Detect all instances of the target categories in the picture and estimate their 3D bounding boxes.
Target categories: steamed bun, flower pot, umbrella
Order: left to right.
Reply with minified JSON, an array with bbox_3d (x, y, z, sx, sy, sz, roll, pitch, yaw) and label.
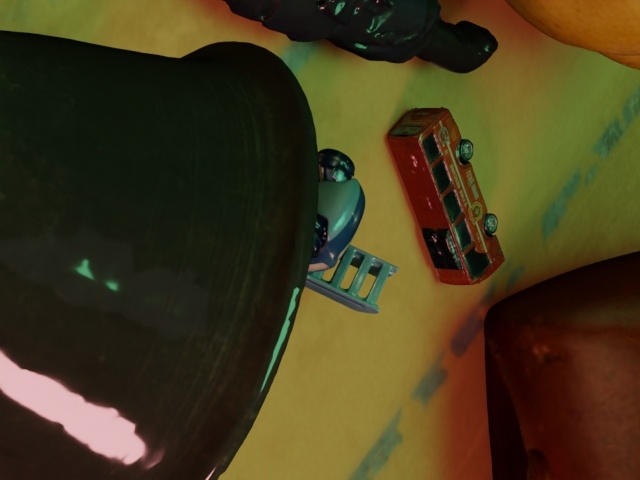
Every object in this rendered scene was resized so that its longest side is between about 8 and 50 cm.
[{"bbox_3d":[-0.124,0.004,0.771,0.148,0.235,0.235,25,70,-31],"label":"flower pot"},{"bbox_3d":[0.025,-0.123,1.060,0.248,0.071,0.071,21,75,-53],"label":"umbrella"},{"bbox_3d":[0.280,0.113,1.245,0.379,0.248,0.235,-9,95,-54],"label":"steamed bun"}]

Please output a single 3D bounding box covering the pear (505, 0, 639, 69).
[{"bbox_3d":[0.219,-0.244,1.137,0.314,0.314,0.314,-3,93,-53],"label":"pear"}]

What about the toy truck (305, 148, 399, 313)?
[{"bbox_3d":[0.000,0.000,1.022,0.090,0.073,0.056,51,53,-40],"label":"toy truck"}]

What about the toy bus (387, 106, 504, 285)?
[{"bbox_3d":[0.073,-0.024,1.155,0.043,0.031,0.110,-45,124,-39],"label":"toy bus"}]
